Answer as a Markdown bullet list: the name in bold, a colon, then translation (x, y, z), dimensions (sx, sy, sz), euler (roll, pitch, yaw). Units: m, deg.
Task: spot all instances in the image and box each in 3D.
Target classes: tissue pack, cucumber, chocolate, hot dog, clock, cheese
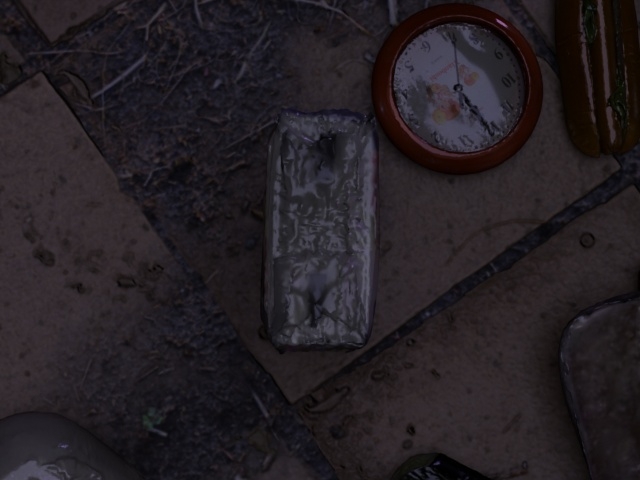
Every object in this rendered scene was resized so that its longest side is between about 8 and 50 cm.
- **tissue pack**: translation (0.000, 0.000, 1.751), dimensions (0.125, 0.343, 0.242), euler (3, 85, -2)
- **cucumber**: translation (0.195, 0.313, 1.874), dimensions (0.241, 0.074, 0.074), euler (28, 83, -5)
- **chocolate**: translation (0.376, 0.205, 1.879), dimensions (0.185, 0.100, 0.303), euler (-16, 94, -5)
- **hot dog**: translation (0.330, -0.223, 1.935), dimensions (0.100, 0.068, 0.249), euler (-5, 85, -6)
- **clock**: translation (0.161, -0.178, 1.926), dimensions (0.205, 0.051, 0.205), euler (1, 84, -5)
- **cheese**: translation (-0.311, 0.280, 1.796), dimensions (0.198, 0.154, 0.189), euler (-43, 105, -5)

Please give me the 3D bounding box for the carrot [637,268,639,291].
- **carrot**: translation (0.542, 0.062, 1.928), dimensions (0.342, 0.070, 0.070), euler (7, 84, -6)
